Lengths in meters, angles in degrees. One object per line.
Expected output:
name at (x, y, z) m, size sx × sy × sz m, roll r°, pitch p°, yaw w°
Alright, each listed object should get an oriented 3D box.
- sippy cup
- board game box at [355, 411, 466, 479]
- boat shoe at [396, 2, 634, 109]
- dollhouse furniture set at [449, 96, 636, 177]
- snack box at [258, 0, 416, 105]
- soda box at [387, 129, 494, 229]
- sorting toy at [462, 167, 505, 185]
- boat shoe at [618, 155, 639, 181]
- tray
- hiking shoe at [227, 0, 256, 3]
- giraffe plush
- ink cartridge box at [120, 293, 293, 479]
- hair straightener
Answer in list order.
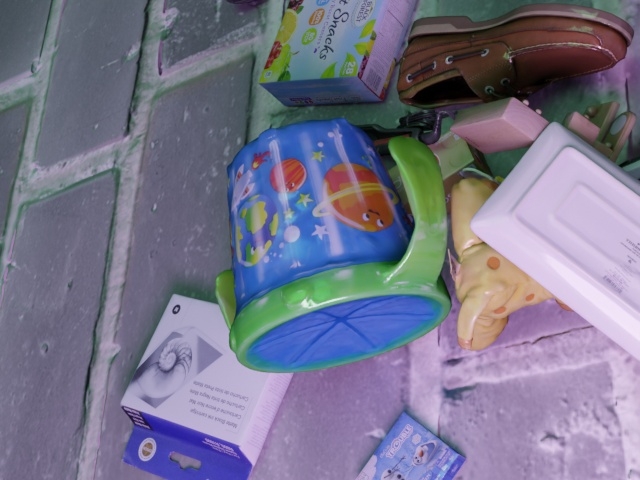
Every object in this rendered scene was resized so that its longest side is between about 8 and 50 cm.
sippy cup at (0.000, 0.000, 1.251) m, size 0.306 × 0.240 × 0.224 m, roll -19°, pitch 67°, yaw 11°
board game box at (0.093, 0.239, 1.215) m, size 0.090 × 0.020 × 0.090 m, roll 33°, pitch 86°, yaw 47°
boat shoe at (0.217, -0.197, 1.339) m, size 0.307 × 0.111 × 0.104 m, roll 3°, pitch 69°, yaw 50°
dollhouse furniture set at (0.238, -0.130, 1.203) m, size 0.123 × 0.151 × 0.144 m, roll -61°, pitch 17°, yaw -10°
snack box at (0.030, -0.286, 1.559) m, size 0.175 × 0.070 × 0.207 m, roll 4°, pitch 67°, yaw 40°
soda box at (0.108, -0.053, 1.359) m, size 0.181 × 0.058 × 0.061 m, roll -32°, pitch 48°, yaw 18°
sorting toy at (0.191, -0.054, 1.281) m, size 0.083 × 0.075 × 0.045 m, roll 32°, pitch 86°, yaw 45°
boat shoe at (0.349, -0.075, 1.190) m, size 0.142 × 0.049 × 0.040 m, roll -20°, pitch 18°, yaw 25°
tray at (0.284, 0.014, 1.069) m, size 0.270 × 0.030 × 0.145 m, roll 38°, pitch 75°, yaw 9°
hiking shoe at (-0.075, -0.448, 1.712) m, size 0.227 × 0.114 × 0.086 m, roll -40°, pitch 45°, yaw 12°
giraffe plush at (0.220, 0.022, 1.160) m, size 0.171 × 0.210 × 0.181 m, roll -4°, pitch 91°, yaw 10°
ink cartridge box at (-0.143, 0.186, 1.418) m, size 0.223 × 0.045 × 0.224 m, roll 8°, pitch 70°, yaw 41°
hair straightener at (0.089, -0.137, 1.397) m, size 0.089 × 0.047 × 0.230 m, roll -48°, pitch 19°, yaw -28°
